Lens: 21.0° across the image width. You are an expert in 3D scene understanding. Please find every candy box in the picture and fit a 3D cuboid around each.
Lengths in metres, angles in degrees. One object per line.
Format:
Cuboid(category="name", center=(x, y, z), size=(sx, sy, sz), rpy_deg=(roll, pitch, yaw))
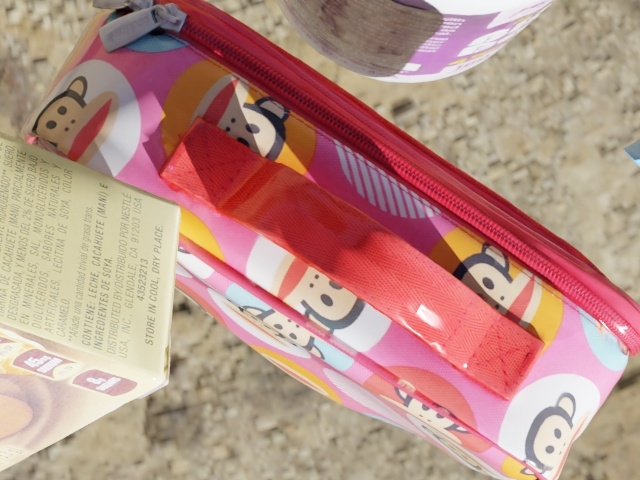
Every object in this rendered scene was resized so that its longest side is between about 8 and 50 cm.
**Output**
Cuboid(category="candy box", center=(-0.233, 0.001, 0.643), size=(0.316, 0.087, 0.183), rpy_deg=(22, 145, -33))

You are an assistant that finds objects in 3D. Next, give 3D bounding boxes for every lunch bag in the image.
Cuboid(category="lunch bag", center=(0.000, 0.000, 0.803), size=(0.293, 0.258, 0.120), rpy_deg=(34, 86, -7))

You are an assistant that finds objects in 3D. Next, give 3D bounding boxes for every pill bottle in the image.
Cuboid(category="pill bottle", center=(0.062, -0.180, 0.837), size=(0.169, 0.301, 0.169), rpy_deg=(0, 86, -5))

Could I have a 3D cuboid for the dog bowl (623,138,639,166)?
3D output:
Cuboid(category="dog bowl", center=(0.403, -0.034, 1.683), size=(0.074, 0.297, 0.166), rpy_deg=(-45, 113, 8))
